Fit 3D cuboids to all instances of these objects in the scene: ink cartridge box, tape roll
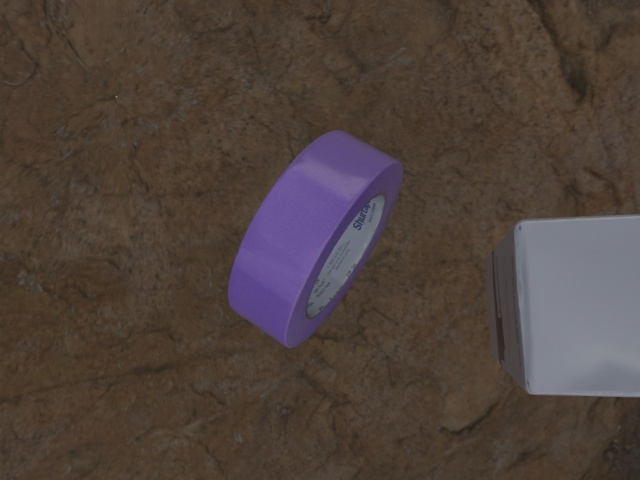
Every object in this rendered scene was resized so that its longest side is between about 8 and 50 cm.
[{"bbox_3d":[0.356,0.076,0.665,0.285,0.395,0.166,-2,83,12],"label":"ink cartridge box"},{"bbox_3d":[0.000,0.000,0.734,0.090,0.275,0.275,31,92,15],"label":"tape roll"}]
